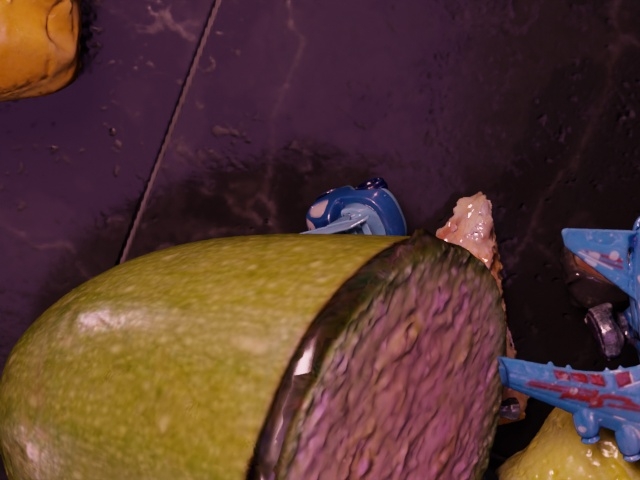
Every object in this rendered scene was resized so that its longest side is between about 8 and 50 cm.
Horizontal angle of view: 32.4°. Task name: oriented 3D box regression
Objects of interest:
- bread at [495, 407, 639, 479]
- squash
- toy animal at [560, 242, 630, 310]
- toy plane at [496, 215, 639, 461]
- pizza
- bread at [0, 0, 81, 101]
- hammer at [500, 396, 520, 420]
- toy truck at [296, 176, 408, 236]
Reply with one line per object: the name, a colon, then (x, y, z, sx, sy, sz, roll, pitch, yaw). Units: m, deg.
bread: (0.220, 0.199, 0.900, 0.114, 0.111, 0.129, -42, 100, 11)
squash: (-0.070, 0.114, 0.773, 0.309, 0.310, 0.310, 15, 103, 33)
toy animal: (0.364, 0.067, 0.883, 0.343, 0.106, 0.168, 37, 117, -9)
toy plane: (0.259, 0.094, 0.795, 0.254, 0.105, 0.271, -18, 118, 1)
pizza: (0.106, 0.057, 0.879, 0.185, 0.052, 0.195, 12, 100, -13)
bread: (-0.247, -0.236, 0.728, 0.167, 0.132, 0.294, -4, 101, -14)
hammer: (0.117, 0.207, 0.909, 0.062, 0.017, 0.182, 3, 115, -10)
toy truck: (0.000, 0.000, 0.850, 0.136, 0.074, 0.063, -16, 106, 38)
